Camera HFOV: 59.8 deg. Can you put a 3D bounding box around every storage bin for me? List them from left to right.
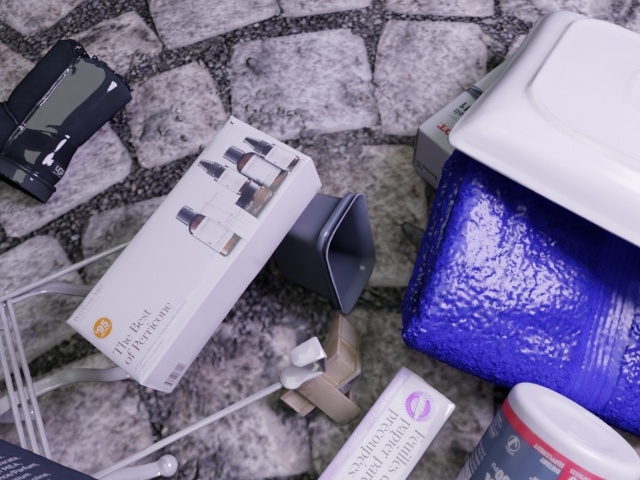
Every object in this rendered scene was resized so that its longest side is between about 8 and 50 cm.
[{"bbox_3d":[0.000,0.000,0.608,0.091,0.135,0.098,18,59,24],"label":"storage bin"}]

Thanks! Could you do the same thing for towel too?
[{"bbox_3d":[0.245,0.043,0.528,0.308,0.076,0.227,21,72,-5],"label":"towel"}]

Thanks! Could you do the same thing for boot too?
[{"bbox_3d":[-0.404,-0.187,0.756,0.246,0.094,0.207,27,72,10],"label":"boot"}]

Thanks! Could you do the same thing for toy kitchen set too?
[{"bbox_3d":[0.014,0.142,0.592,0.068,0.075,0.083,43,110,-14],"label":"toy kitchen set"}]

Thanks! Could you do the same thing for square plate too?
[{"bbox_3d":[0.341,-0.110,0.545,0.347,0.049,0.344,31,48,13],"label":"square plate"}]

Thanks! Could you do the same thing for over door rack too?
[{"bbox_3d":[-0.174,0.105,0.573,0.324,0.108,0.239,-30,66,0],"label":"over door rack"}]

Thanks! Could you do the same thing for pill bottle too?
[{"bbox_3d":[0.164,0.220,0.457,0.108,0.108,0.180,30,103,19],"label":"pill bottle"}]

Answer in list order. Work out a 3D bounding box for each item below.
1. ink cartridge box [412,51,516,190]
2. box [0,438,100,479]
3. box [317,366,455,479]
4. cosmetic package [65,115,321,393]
[{"bbox_3d":[0.236,-0.124,0.668,0.208,0.087,0.153,-39,66,-12],"label":"ink cartridge box"},{"bbox_3d":[-0.273,0.320,0.368,0.395,0.212,0.293,15,89,14],"label":"box"},{"bbox_3d":[0.005,0.265,0.506,0.063,0.067,0.324,35,72,20],"label":"box"},{"bbox_3d":[-0.109,0.007,0.507,0.099,0.060,0.239,30,77,23],"label":"cosmetic package"}]
